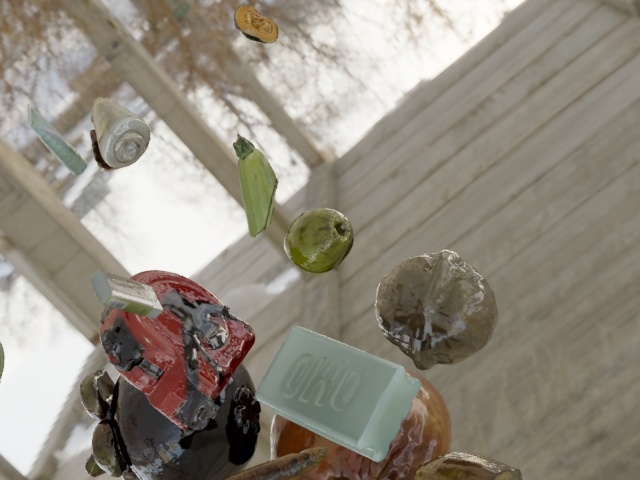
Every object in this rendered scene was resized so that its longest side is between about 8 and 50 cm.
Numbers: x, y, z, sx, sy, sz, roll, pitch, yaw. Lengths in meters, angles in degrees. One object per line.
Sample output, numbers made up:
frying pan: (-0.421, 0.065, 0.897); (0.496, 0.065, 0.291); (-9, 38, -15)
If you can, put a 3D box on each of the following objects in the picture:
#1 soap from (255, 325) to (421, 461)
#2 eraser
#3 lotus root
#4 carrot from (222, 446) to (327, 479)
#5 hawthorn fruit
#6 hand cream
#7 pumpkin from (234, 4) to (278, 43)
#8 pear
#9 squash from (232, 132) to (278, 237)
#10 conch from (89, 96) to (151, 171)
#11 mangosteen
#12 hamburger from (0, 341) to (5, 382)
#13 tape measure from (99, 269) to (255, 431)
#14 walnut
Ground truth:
soap: (0.027, 0.265, 1.835); (0.265, 0.087, 0.160); (17, -109, 44)
eraser: (-0.201, 0.057, 1.089); (0.019, 0.038, 0.083); (-43, 148, 15)
lotus root: (0.251, 0.482, 1.880); (0.180, 0.188, 0.199); (10, -100, 29)
carrot: (-0.129, 0.477, 2.044); (0.314, 0.066, 0.066); (-23, -167, -5)
hawthorn fruit: (0.102, 0.499, 2.429); (0.472, 0.472, 0.472); (-39, -166, 12)
hand cream: (-0.633, -0.236, 2.480); (0.050, 0.205, 0.078); (-26, -136, 11)
pumpkin: (-0.106, -0.337, 1.648); (0.028, 0.083, 0.050); (-24, -133, 54)
pear: (0.000, 0.000, 1.660); (0.131, 0.107, 0.107); (-17, -153, 47)
squash: (-0.115, -0.110, 1.956); (0.075, 0.200, 0.090); (-2, -160, 27)
conch: (-0.470, -0.256, 2.452); (0.255, 0.127, 0.158); (-114, -152, -46)
mangosteen: (-0.351, 0.410, 2.397); (0.435, 0.382, 0.382); (-9, -153, 20)
hamburger: (-0.433, 0.130, 1.221); (0.140, 0.133, 0.062); (25, -142, 29)
tape measure: (-0.241, 0.165, 1.723); (0.114, 0.260, 0.253); (-51, 180, 25)
walnut: (0.232, 0.137, 2.087); (0.248, 0.248, 0.248); (-39, -166, 12)
